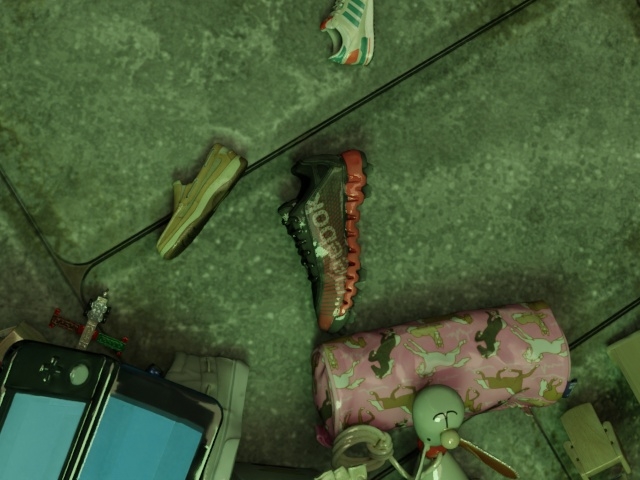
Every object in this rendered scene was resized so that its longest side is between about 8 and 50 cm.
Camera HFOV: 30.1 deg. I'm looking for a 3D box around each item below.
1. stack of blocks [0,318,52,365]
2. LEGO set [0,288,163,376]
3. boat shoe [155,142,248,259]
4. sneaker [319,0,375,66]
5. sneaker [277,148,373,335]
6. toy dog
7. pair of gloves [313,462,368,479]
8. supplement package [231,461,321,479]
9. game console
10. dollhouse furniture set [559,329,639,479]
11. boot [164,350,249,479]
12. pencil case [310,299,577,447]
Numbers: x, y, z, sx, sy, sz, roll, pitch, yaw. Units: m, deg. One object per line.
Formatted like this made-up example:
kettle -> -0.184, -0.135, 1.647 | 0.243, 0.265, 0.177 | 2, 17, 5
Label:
stack of blocks -> -0.453, 0.188, 1.624 | 0.297, 0.087, 0.171 | 45, 92, -5
LEGO set -> -0.355, 0.185, 1.701 | 0.244, 0.060, 0.183 | -19, 96, -3
boat shoe -> -0.187, -0.059, 1.731 | 0.072, 0.068, 0.190 | 36, 72, 3
sneaker -> 0.038, -0.341, 1.784 | 0.075, 0.057, 0.161 | -3, 92, -18
sneaker -> 0.000, 0.000, 1.748 | 0.135, 0.097, 0.276 | 4, 86, -13
toy dog -> 0.176, 0.365, 1.684 | 0.220, 0.161, 0.334 | -31, 135, 5
pair of gloves -> -0.006, 0.404, 1.497 | 0.240, 0.042, 0.204 | -18, 92, -14
supplement package -> -0.059, 0.427, 1.640 | 0.145, 0.262, 0.204 | 7, 86, -13
game console -> -0.299, 0.299, 1.501 | 0.250, 0.173, 0.293 | 21, 88, -55
dollhouse furniture set -> 0.551, 0.315, 1.882 | 0.286, 0.198, 0.303 | -29, 127, 9
boot -> -0.173, 0.258, 1.652 | 0.123, 0.258, 0.095 | 11, 125, -5
pencil case -> 0.172, 0.197, 1.753 | 0.386, 0.160, 0.167 | -8, 71, -13
